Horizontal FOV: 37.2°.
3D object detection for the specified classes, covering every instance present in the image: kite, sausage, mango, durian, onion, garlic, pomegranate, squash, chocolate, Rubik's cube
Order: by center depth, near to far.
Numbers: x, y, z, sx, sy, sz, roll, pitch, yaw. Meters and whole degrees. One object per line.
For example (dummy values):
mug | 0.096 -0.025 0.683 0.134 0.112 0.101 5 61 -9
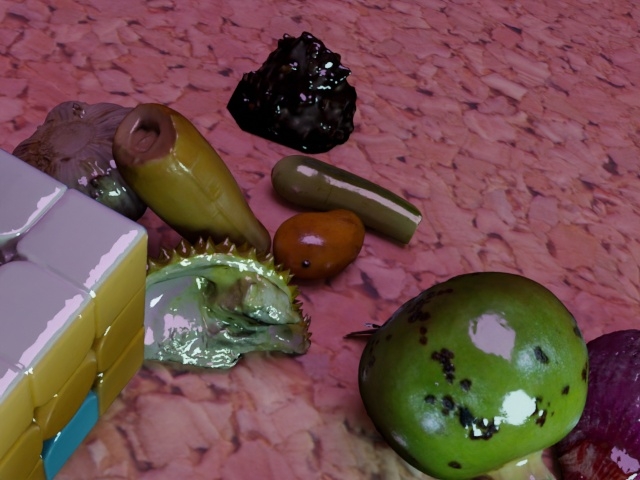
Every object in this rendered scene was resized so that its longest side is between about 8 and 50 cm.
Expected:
Rubik's cube | -0.375 0.095 0.985 0.290 0.292 0.291 29 55 8
pomegranate | 0.195 0.197 1.162 0.291 0.291 0.323 2 54 -20
durian | -0.140 0.084 1.238 0.306 0.172 0.166 7 67 -26
onion | 0.434 0.249 1.280 0.267 0.159 0.348 34 42 19
sausage | -0.158 -0.052 1.287 0.134 0.354 0.116 29 77 30
kite | 0.093 0.123 1.325 0.156 0.139 0.011 21 58 -64
garlic | -0.327 -0.089 1.341 0.245 0.160 0.245 -8 47 8
mango | 0.003 0.004 1.423 0.165 0.089 0.115 -10 41 -35
squash | 0.039 -0.069 1.523 0.250 0.083 0.083 22 41 -4
chocolate | -0.024 -0.289 1.655 0.224 0.177 0.206 21 41 -2
